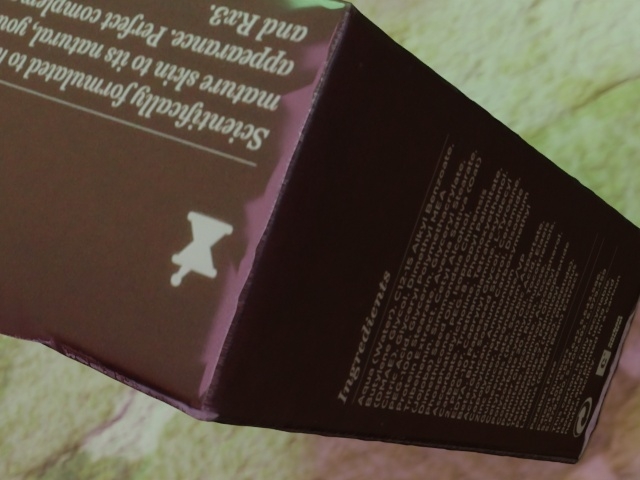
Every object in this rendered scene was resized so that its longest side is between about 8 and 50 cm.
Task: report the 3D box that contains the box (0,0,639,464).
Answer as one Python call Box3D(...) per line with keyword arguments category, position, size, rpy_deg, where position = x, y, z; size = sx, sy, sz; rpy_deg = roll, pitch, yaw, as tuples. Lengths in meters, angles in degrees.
Box3D(category="box", position=(0.000, 0.000, 0.558), size=(0.191, 0.381, 0.143), rpy_deg=(20, 91, 30))
